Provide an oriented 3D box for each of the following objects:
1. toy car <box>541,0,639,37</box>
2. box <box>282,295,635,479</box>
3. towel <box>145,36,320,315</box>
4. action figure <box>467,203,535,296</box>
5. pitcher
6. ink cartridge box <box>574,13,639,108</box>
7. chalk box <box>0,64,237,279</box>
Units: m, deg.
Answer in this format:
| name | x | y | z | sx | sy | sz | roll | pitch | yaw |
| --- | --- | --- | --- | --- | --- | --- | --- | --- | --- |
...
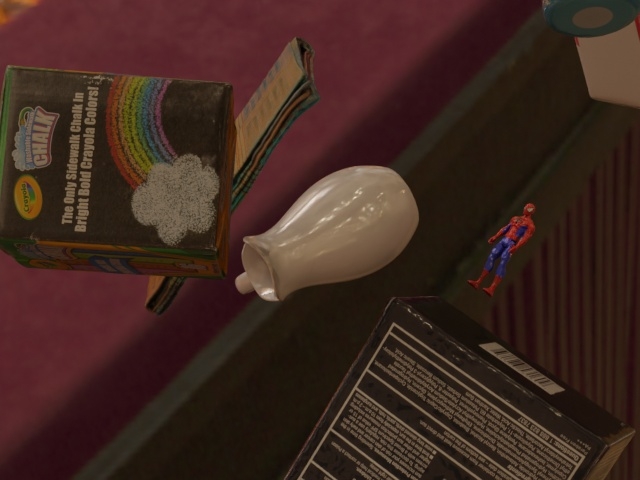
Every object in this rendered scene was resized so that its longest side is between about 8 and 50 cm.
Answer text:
| name | x | y | z | sx | sy | sz | roll | pitch | yaw |
| --- | --- | --- | --- | --- | --- | --- | --- | --- | --- |
| toy car | 0.227 | -0.298 | 0.942 | 0.238 | 0.210 | 0.219 | -17 | 64 | 36 |
| box | 0.152 | 0.263 | 1.582 | 0.296 | 0.294 | 0.182 | 35 | 11 | 20 |
| towel | -0.118 | -0.092 | 1.817 | 0.040 | 0.370 | 0.271 | 32 | 16 | -13 |
| action figure | 0.211 | 0.007 | 1.544 | 0.038 | 0.030 | 0.115 | 26 | 79 | 45 |
| pitcher | 0.000 | 0.000 | 1.599 | 0.207 | 0.125 | 0.178 | -28 | 0 | -20 |
| ink cartridge box | 0.458 | -0.343 | 1.808 | 0.117 | 0.207 | 0.283 | 18 | 56 | 41 |
| chalk box | -0.236 | -0.066 | 1.390 | 0.289 | 0.179 | 0.180 | 5 | 79 | 0 |
